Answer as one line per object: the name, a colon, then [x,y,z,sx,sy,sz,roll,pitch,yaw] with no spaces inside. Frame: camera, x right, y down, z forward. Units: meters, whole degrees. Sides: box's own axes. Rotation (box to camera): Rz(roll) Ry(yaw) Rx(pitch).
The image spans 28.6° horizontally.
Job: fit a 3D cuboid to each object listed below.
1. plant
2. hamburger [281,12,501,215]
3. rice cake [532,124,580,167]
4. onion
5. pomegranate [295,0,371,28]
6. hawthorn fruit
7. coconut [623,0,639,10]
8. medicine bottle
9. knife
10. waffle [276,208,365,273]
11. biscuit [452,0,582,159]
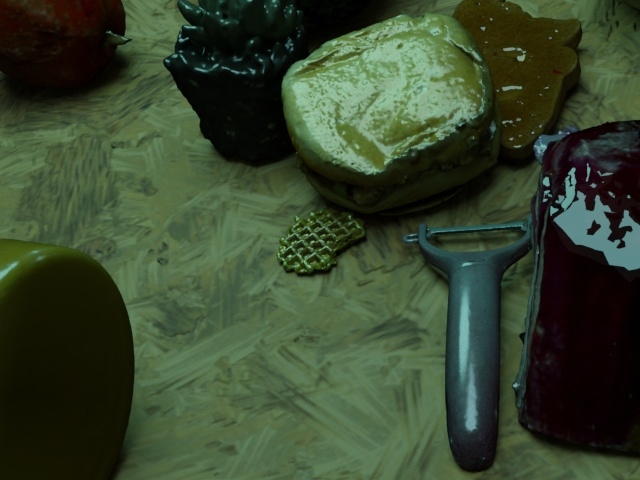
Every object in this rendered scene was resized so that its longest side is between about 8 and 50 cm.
plant: [-0.079,-0.185,1.280,0.132,0.194,0.129,5,40,19]
hamburger: [0.067,-0.125,1.213,0.214,0.108,0.213,-10,55,15]
rice cake: [0.338,-0.064,1.137,0.290,0.051,0.081,14,49,28]
onion: [0.289,0.003,0.985,0.280,0.146,0.314,-2,51,16]
pomegranate: [-0.032,-0.369,1.468,0.222,0.204,0.276,-34,39,1]
hawthorn fruit: [-0.323,-0.256,1.459,0.173,0.179,0.173,-43,11,10]
coconut: [0.369,-0.335,1.324,0.224,0.224,0.224,-8,41,7]
medicine bottle: [-0.301,0.111,0.977,0.232,0.238,0.238,6,45,23]
knife: [0.119,0.068,1.053,0.123,0.053,0.278,-8,40,15]
waffle: [-0.002,0.000,1.186,0.078,0.016,0.085,10,46,31]
biscuit: [0.191,-0.175,1.311,0.183,0.043,0.280,-13,45,7]
